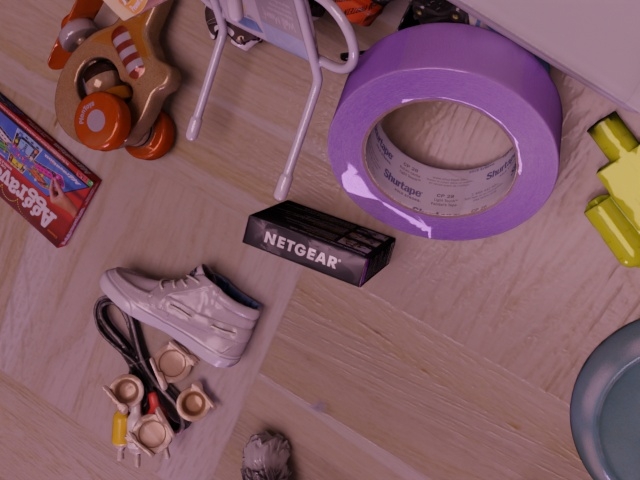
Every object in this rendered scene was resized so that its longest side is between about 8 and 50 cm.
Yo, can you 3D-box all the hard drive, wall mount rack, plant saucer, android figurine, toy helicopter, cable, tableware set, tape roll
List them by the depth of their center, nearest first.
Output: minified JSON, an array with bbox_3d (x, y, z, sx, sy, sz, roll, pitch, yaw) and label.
[{"bbox_3d":[0.283,-0.297,0.884,0.307,0.040,0.203,24,97,-22],"label":"hard drive"},{"bbox_3d":[0.453,-0.061,0.977,0.248,0.056,0.273,-35,86,25],"label":"android figurine"},{"bbox_3d":[0.150,-0.123,0.989,0.274,0.090,0.275,11,140,10],"label":"tape roll"},{"bbox_3d":[-0.104,-0.234,1.022,0.350,0.130,0.304,36,154,37],"label":"wall mount rack"},{"bbox_3d":[0.483,0.246,1.044,0.317,0.043,0.318,6,105,21],"label":"plant saucer"},{"bbox_3d":[-0.287,-0.307,1.200,0.235,0.140,0.355,34,102,21],"label":"toy helicopter"},{"bbox_3d":[-0.258,0.256,1.317,0.168,0.020,0.141,-35,88,-7],"label":"tableware set"},{"bbox_3d":[-0.301,0.228,1.341,0.139,0.072,0.288,-9,99,18],"label":"cable"}]

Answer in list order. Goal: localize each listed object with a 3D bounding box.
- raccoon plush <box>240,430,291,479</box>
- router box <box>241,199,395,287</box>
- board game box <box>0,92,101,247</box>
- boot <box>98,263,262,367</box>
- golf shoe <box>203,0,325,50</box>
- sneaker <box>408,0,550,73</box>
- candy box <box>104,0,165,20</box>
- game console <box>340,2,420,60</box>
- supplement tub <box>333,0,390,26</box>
[{"bbox_3d":[-0.146,0.548,1.339,0.299,0.216,0.447,-12,68,38],"label":"raccoon plush"},{"bbox_3d":[0.000,0.000,1.131,0.178,0.133,0.046,20,108,17],"label":"router box"},{"bbox_3d":[-0.504,-0.130,1.364,0.281,0.027,0.145,39,115,9],"label":"board game box"},{"bbox_3d":[-0.214,0.082,1.270,0.258,0.095,0.123,30,106,4],"label":"boot"},{"bbox_3d":[-0.077,-0.308,1.125,0.198,0.077,0.094,17,113,32],"label":"golf shoe"},{"bbox_3d":[0.191,-0.258,0.972,0.085,0.237,0.086,4,63,54],"label":"sneaker"},{"bbox_3d":[-0.108,-0.383,0.842,0.182,0.317,0.087,-8,137,44],"label":"candy box"},{"bbox_3d":[0.090,-0.269,1.037,0.107,0.122,0.071,-1,100,23],"label":"game console"},{"bbox_3d":[0.097,-0.435,0.948,0.207,0.207,0.338,43,115,8],"label":"supplement tub"}]
